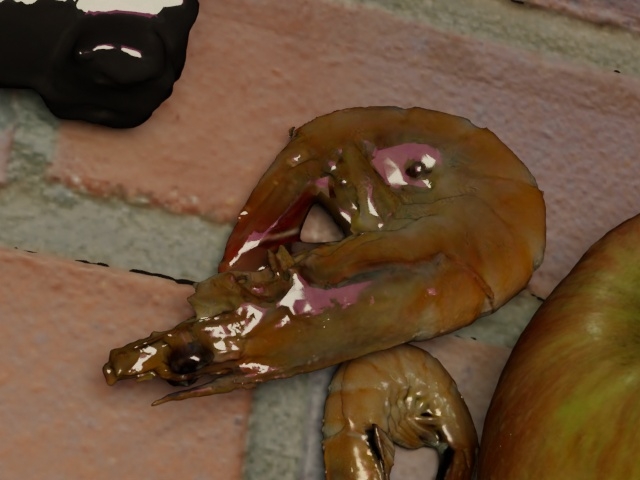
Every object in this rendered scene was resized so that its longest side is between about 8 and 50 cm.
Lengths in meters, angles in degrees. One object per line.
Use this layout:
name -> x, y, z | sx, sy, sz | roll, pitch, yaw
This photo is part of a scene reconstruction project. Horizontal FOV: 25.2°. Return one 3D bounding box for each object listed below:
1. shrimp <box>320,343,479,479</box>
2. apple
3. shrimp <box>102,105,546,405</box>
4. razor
shrimp -> 0.044, 0.135, 0.803 | 0.095, 0.045, 0.162 | 17, 64, -34
apple -> 0.234, 0.122, 0.743 | 0.309, 0.277, 0.250 | -37, 117, -5
shrimp -> 0.000, 0.000, 0.805 | 0.287, 0.063, 0.152 | -18, 71, -24
razor -> -0.220, -0.173, 0.765 | 0.327, 0.107, 0.189 | 11, 71, -15
